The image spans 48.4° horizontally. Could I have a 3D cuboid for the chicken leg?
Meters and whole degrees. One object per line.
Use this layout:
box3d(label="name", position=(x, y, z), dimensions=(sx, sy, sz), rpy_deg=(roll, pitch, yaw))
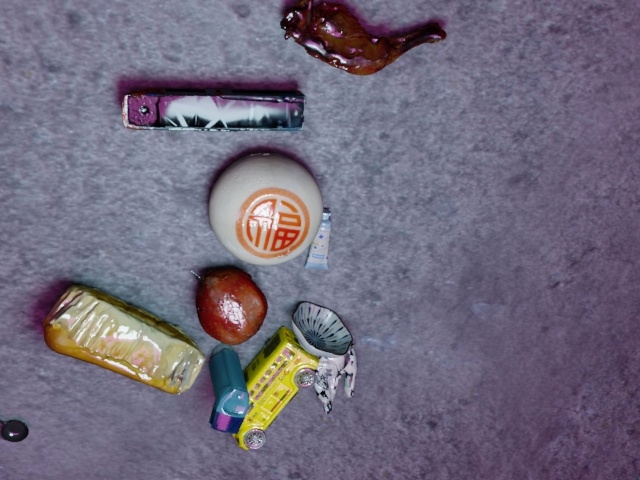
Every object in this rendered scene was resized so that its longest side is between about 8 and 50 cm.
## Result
box3d(label="chicken leg", position=(0.101, -0.462, 1.648), dimensions=(0.407, 0.096, 0.158), rpy_deg=(1, 94, -18))

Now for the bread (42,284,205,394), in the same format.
box3d(label="bread", position=(-0.480, 0.257, 1.746), dimensions=(0.388, 0.236, 0.183), rpy_deg=(31, 86, -17))

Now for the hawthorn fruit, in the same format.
box3d(label="hawthorn fruit", position=(-0.241, 0.151, 1.783), dimensions=(0.181, 0.181, 0.235), rpy_deg=(-40, 118, 5))

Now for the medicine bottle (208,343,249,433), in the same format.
box3d(label="medicine bottle", position=(-0.242, 0.373, 1.836), dimensions=(0.079, 0.258, 0.124), rpy_deg=(17, 111, -22))

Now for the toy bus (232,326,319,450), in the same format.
box3d(label="toy bus", position=(-0.149, 0.405, 1.942), dimensions=(0.152, 0.144, 0.330), rpy_deg=(37, 97, -18))

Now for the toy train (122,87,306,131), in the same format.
box3d(label="toy train", position=(-0.240, -0.299, 1.623), dimensions=(0.409, 0.089, 0.086), rpy_deg=(-2, 117, -14))

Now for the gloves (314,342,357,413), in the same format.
box3d(label="gloves", position=(0.033, 0.380, 2.005), dimensions=(0.127, 0.111, 0.212), rpy_deg=(2, 113, -43))

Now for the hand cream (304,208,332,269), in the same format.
box3d(label="hand cream", position=(0.000, 0.000, 1.855), dimensions=(0.065, 0.043, 0.170), rpy_deg=(3, 118, -11))

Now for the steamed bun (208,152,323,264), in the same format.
box3d(label="steamed bun", position=(-0.125, -0.064, 1.712), dimensions=(0.283, 0.177, 0.283), rpy_deg=(-6, 115, -14))

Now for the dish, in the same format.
box3d(label="dish", position=(-0.009, 0.254, 1.903), dimensions=(0.191, 0.190, 0.066), rpy_deg=(21, 122, -23))

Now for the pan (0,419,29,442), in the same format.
box3d(label="pan", position=(-0.814, 0.481, 1.856), dimensions=(0.068, 0.023, 0.115), rpy_deg=(-34, 121, 2))
